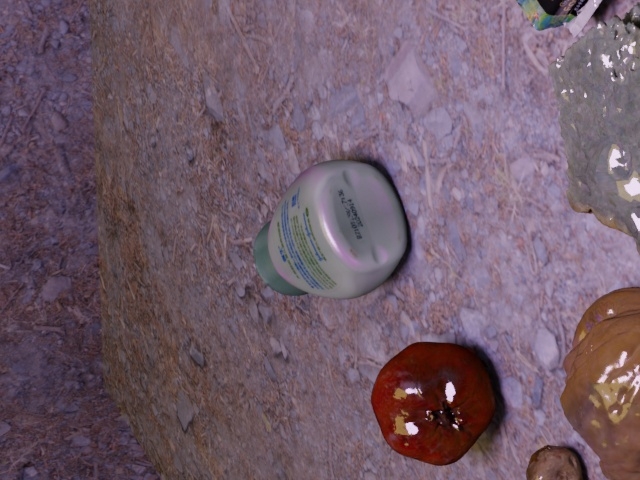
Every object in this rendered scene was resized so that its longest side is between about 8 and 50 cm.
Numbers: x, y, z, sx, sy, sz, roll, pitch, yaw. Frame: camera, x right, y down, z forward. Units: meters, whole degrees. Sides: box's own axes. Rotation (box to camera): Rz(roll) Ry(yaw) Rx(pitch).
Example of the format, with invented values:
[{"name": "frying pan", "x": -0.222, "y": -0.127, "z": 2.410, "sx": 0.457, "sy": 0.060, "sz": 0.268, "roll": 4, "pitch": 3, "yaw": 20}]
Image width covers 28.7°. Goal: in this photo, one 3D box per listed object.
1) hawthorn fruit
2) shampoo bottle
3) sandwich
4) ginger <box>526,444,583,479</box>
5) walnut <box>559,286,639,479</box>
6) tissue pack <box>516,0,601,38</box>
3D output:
[{"name": "hawthorn fruit", "x": 0.163, "y": 0.234, "z": 1.854, "sx": 0.202, "sy": 0.185, "sz": 0.185, "roll": -147, "pitch": 44, "yaw": -81}, {"name": "shampoo bottle", "x": 0.000, "y": 0.000, "z": 2.057, "sx": 0.349, "sy": 0.151, "sz": 0.222, "roll": -29, "pitch": 83, "yaw": 63}, {"name": "sandwich", "x": 0.370, "y": -0.103, "z": 1.297, "sx": 0.325, "sy": 0.131, "sz": 0.262, "roll": 50, "pitch": 146, "yaw": 41}, {"name": "ginger", "x": 0.335, "y": 0.375, "z": 1.684, "sx": 0.104, "sy": 0.080, "sz": 0.204, "roll": -21, "pitch": 88, "yaw": 69}, {"name": "walnut", "x": 0.367, "y": 0.178, "z": 1.452, "sx": 0.204, "sy": 0.141, "sz": 0.238, "roll": -22, "pitch": 87, "yaw": 59}, {"name": "tissue pack", "x": 0.289, "y": -0.287, "z": 1.405, "sx": 0.079, "sy": 0.085, "sz": 0.111, "roll": 62, "pitch": 151, "yaw": 22}]
